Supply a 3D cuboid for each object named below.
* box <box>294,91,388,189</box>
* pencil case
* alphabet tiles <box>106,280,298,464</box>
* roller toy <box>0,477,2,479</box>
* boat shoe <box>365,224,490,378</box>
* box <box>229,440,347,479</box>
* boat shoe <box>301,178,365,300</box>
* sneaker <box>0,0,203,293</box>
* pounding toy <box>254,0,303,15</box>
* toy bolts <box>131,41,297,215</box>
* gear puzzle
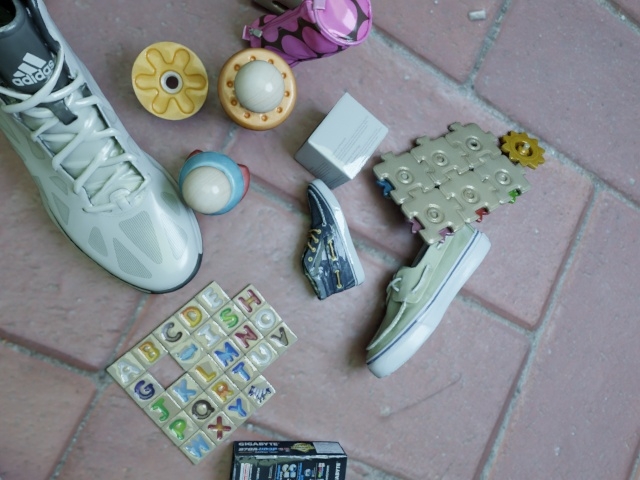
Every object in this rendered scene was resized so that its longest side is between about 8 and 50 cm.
[{"bbox_3d":[0.029,-0.148,0.659,0.087,0.101,0.102,38,79,-10],"label":"box"},{"bbox_3d":[-0.025,-0.294,0.594,0.098,0.209,0.095,16,89,-34],"label":"pencil case"},{"bbox_3d":[-0.160,0.187,0.652,0.237,0.009,0.198,-40,98,-11],"label":"alphabet tiles"},{"bbox_3d":[-0.484,0.356,0.492,0.209,0.146,0.191,32,79,-23],"label":"roller toy"},{"bbox_3d":[0.159,0.083,0.699,0.094,0.109,0.302,40,70,5],"label":"boat shoe"},{"bbox_3d":[-0.058,0.426,0.649,0.175,0.051,0.220,7,87,-14],"label":"box"},{"bbox_3d":[0.000,0.000,0.667,0.083,0.065,0.183,-24,96,-15],"label":"boat shoe"},{"bbox_3d":[-0.303,-0.116,0.494,0.169,0.257,0.447,-36,98,-13],"label":"sneaker"},{"bbox_3d":[-0.050,-0.421,0.660,0.141,0.100,0.130,20,84,-24],"label":"pounding toy"},{"bbox_3d":[-0.152,-0.146,0.556,0.218,0.158,0.229,12,103,-12],"label":"toy bolts"},{"bbox_3d":[0.254,-0.118,0.737,0.339,0.044,0.175,-26,70,-22],"label":"gear puzzle"}]
